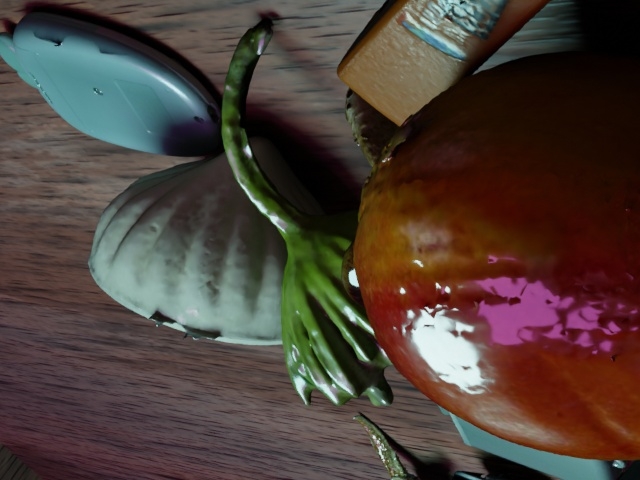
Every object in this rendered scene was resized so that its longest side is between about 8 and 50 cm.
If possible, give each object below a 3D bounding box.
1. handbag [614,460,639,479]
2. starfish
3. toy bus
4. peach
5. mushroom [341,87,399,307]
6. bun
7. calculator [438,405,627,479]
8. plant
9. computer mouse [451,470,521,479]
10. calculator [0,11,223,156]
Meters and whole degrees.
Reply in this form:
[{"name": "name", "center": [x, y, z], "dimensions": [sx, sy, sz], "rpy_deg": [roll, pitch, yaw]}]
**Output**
[{"name": "handbag", "center": [0.379, 0.265, 1.896], "dimensions": [0.155, 0.169, 0.215], "rpy_deg": [11, 147, 49]}, {"name": "starfish", "center": [0.120, 0.315, 2.488], "dimensions": [0.238, 0.057, 0.213], "rpy_deg": [43, 179, 6]}, {"name": "toy bus", "center": [0.117, -0.189, 1.427], "dimensions": [0.093, 0.092, 0.409], "rpy_deg": [38, 157, -4]}, {"name": "peach", "center": [0.215, 0.011, 1.423], "dimensions": [0.373, 0.290, 0.372], "rpy_deg": [14, 142, 11]}, {"name": "mushroom", "center": [0.070, -0.053, 1.680], "dimensions": [0.217, 0.227, 0.148], "rpy_deg": [47, 140, 29]}, {"name": "bun", "center": [-0.090, -0.020, 1.959], "dimensions": [0.263, 0.175, 0.263], "rpy_deg": [14, -163, -4]}, {"name": "calculator", "center": [0.226, 0.204, 2.148], "dimensions": [0.246, 0.045, 0.141], "rpy_deg": [18, 153, 35]}, {"name": "plant", "center": [0.000, -0.009, 1.837], "dimensions": [0.333, 0.251, 0.180], "rpy_deg": [45, -170, 4]}, {"name": "computer mouse", "center": [0.235, 0.346, 2.365], "dimensions": [0.137, 0.096, 0.233], "rpy_deg": [13, 146, 33]}, {"name": "calculator", "center": [-0.222, -0.158, 2.028], "dimensions": [0.299, 0.041, 0.185], "rpy_deg": [16, 152, 34]}]
